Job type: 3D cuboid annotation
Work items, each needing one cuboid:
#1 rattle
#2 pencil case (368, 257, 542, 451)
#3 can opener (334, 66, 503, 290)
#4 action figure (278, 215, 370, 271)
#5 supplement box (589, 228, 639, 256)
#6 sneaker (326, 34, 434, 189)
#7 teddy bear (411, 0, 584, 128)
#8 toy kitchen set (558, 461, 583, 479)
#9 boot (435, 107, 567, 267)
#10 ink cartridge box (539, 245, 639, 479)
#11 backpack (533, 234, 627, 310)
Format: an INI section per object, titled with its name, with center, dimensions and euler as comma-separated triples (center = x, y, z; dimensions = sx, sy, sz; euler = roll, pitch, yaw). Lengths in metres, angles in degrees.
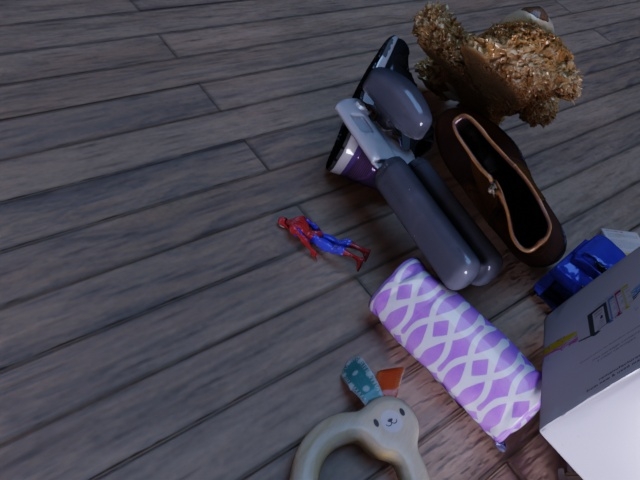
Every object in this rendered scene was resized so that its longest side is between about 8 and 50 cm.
[rattle]
center = 0.050, 0.160, 0.498
dimensions = 0.130, 0.143, 0.200
euler = 15, 51, 18
[pencil case]
center = 0.144, 0.109, 0.610
dimensions = 0.206, 0.086, 0.088
euler = 47, 17, 18
[can opener]
center = 0.109, -0.081, 0.647
dimensions = 0.075, 0.095, 0.284
euler = -5, 51, -37
[action figure]
center = 0.000, 0.000, 0.688
dimensions = 0.115, 0.030, 0.038
euler = 29, 41, 12
[supplement box]
center = 0.419, 0.033, 0.805
dimensions = 0.062, 0.036, 0.099
euler = 7, 49, -14
[sneaker]
center = 0.103, -0.173, 0.840
dimensions = 0.124, 0.107, 0.284
euler = 26, 54, -8
[teddy bear]
center = 0.239, -0.240, 0.822
dimensions = 0.245, 0.338, 0.113
euler = 41, 93, 11
[toy kitchen set]
center = 0.231, 0.220, 0.559
dimensions = 0.068, 0.083, 0.075
euler = -12, 41, 25
[boot]
center = 0.186, -0.085, 0.686
dimensions = 0.280, 0.096, 0.264
euler = 14, 50, -62
[ink cartridge box]
center = 0.321, 0.129, 0.530
dimensions = 0.171, 0.168, 0.232
euler = 47, 27, 3
[backpack]
center = 0.339, 0.064, 0.708
dimensions = 0.097, 0.101, 0.120
euler = -31, 70, -30
